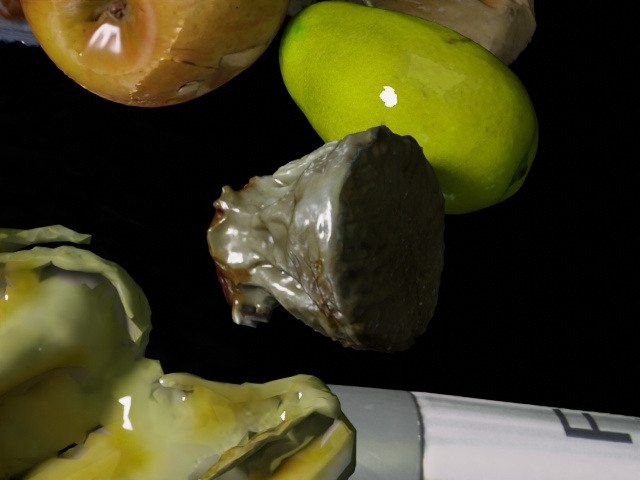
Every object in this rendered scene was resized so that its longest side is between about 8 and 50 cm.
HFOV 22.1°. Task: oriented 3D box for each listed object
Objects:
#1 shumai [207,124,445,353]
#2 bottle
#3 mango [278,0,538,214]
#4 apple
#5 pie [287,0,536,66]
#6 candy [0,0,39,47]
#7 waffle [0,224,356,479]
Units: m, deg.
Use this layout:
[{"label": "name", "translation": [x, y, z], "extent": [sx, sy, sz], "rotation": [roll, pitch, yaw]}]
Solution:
[{"label": "shumai", "translation": [0.000, 0.001, 0.739], "extent": [0.087, 0.099, 0.123], "rotation": [-2, -6, 26]}, {"label": "bottle", "translation": [0.085, 0.102, 0.617], "extent": [0.253, 0.080, 0.096], "rotation": [6, -5, -9]}, {"label": "mango", "translation": [0.048, -0.072, 0.841], "extent": [0.117, 0.089, 0.163], "rotation": [20, 16, -30]}, {"label": "apple", "translation": [-0.092, -0.139, 0.861], "extent": [0.146, 0.146, 0.146], "rotation": [8, 33, -5]}, {"label": "pie", "translation": [0.043, -0.171, 1.035], "extent": [0.218, 0.052, 0.185], "rotation": [37, 36, 30]}, {"label": "candy", "translation": [-0.199, -0.153, 0.950], "extent": [0.088, 0.038, 0.136], "rotation": [8, 38, -31]}, {"label": "waffle", "translation": [-0.137, 0.130, 0.334], "extent": [0.297, 0.317, 0.073], "rotation": [13, -8, -22]}]
